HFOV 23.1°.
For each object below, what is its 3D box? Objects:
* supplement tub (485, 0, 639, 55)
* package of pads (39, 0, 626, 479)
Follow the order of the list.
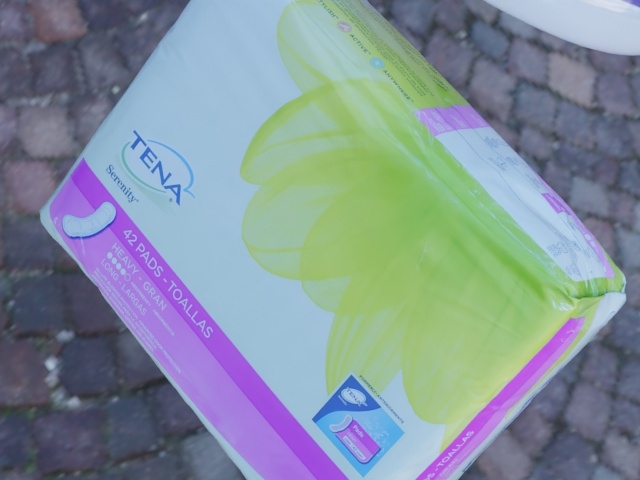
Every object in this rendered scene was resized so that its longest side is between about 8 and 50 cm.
[{"bbox_3d":[0.175,-0.292,0.823,0.241,0.331,0.241,25,26,-13],"label":"supplement tub"},{"bbox_3d":[0.000,0.000,0.882,0.296,0.229,0.101,48,24,20],"label":"package of pads"}]
